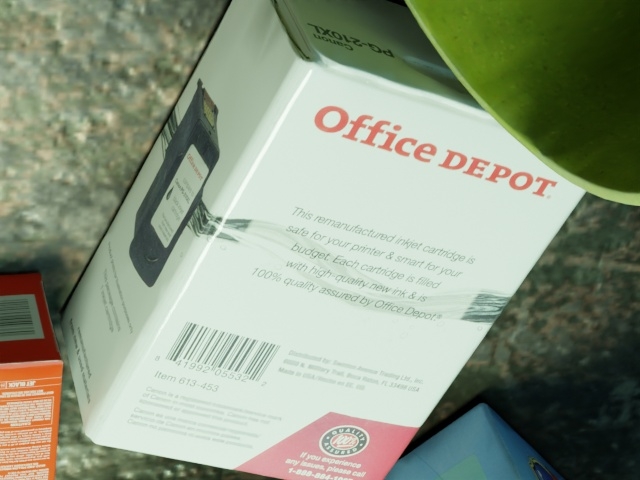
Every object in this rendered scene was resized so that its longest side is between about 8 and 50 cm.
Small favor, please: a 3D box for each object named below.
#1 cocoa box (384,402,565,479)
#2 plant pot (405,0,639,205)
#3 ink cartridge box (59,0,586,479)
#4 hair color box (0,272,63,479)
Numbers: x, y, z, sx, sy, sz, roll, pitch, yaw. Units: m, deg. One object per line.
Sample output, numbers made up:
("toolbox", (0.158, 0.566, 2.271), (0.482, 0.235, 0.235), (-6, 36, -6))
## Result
("cocoa box", (0.050, 0.315, 1.111), (0.347, 0.231, 0.228), (-36, 130, 11))
("plant pot", (0.190, -0.201, 0.748), (0.293, 0.275, 0.275), (-29, 133, -17))
("ink cartridge box", (0.000, 0.000, 0.926), (0.172, 0.100, 0.237), (15, 122, -29))
("hair color box", (-0.162, 0.094, 0.964), (0.043, 0.072, 0.141), (-3, 129, -17))
